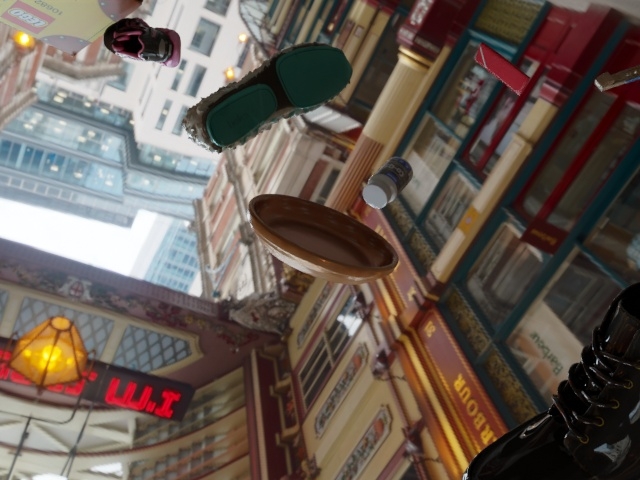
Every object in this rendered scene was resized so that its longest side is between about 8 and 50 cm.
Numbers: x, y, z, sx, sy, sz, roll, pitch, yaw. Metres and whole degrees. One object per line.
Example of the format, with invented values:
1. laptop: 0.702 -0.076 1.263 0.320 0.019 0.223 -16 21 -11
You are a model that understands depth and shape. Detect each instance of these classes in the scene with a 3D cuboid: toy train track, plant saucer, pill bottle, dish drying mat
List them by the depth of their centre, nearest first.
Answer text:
1. toy train track: 0.234 -0.125 0.409 0.014 0.083 0.048 67 -175 -51
2. plant saucer: 0.000 0.000 0.738 0.199 0.037 0.200 19 -161 -7
3. dish drying mat: 0.240 -0.228 0.781 0.008 0.032 0.083 -31 -114 -25
4. pill bottle: 0.161 -0.138 1.413 0.078 0.078 0.137 34 -133 11

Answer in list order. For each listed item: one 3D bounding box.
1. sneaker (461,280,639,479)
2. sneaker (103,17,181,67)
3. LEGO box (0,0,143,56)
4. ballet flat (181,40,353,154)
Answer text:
1. sneaker: 0.181 0.106 0.397 0.118 0.222 0.083 59 -171 -19
2. sneaker: -0.202 -0.211 0.624 0.119 0.047 0.057 20 -154 36
3. LEGO box: -0.465 -0.523 0.711 0.500 0.193 0.373 19 -117 -49
4. ballet flat: -0.117 -0.307 1.223 0.408 0.147 0.147 -33 -120 -31
